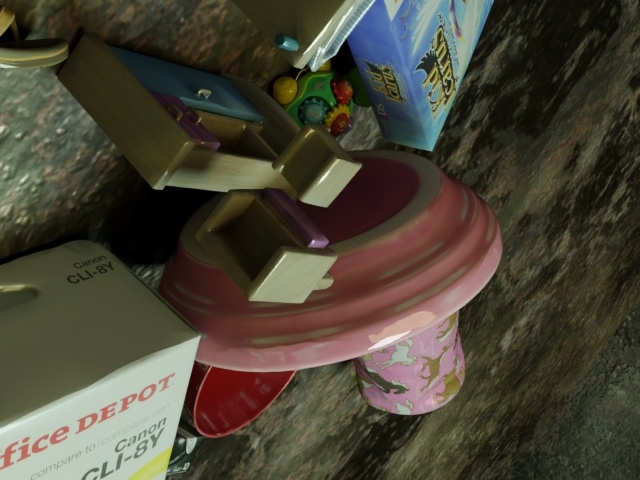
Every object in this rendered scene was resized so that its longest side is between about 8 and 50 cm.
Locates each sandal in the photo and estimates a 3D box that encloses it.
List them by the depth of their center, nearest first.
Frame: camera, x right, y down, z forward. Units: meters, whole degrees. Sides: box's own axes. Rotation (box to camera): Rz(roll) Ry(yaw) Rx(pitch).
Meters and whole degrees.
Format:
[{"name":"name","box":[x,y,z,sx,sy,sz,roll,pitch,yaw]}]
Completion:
[{"name":"sandal","box":[-0.242,-0.142,0.755,0.180,0.072,0.049,-4,103,-52]}]

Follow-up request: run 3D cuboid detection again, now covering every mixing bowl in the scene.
[{"name":"mixing bowl","box":[-0.102,0.112,1.221,0.181,0.098,0.181,-39,150,-28]}]

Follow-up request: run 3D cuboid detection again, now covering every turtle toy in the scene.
[{"name":"turtle toy","box":[0.009,-0.140,1.146,0.130,0.066,0.095,-41,150,-24]}]

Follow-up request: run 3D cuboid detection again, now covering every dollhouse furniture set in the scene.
[{"name":"dollhouse furniture set","box":[0.002,-0.158,0.872,0.303,0.286,0.198,-51,156,20]}]

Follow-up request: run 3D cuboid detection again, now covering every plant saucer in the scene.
[{"name":"plant saucer","box":[0.000,0.000,1.053,0.332,0.332,0.084,-34,121,-35]}]

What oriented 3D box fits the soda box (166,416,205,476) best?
[{"name":"soda box","box":[-0.204,0.227,1.233,0.169,0.060,0.053,8,113,-60]}]

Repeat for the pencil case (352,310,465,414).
[{"name":"pencil case","box":[0.119,0.080,1.484,0.386,0.167,0.160,86,11,-52]}]

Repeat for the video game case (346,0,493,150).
[{"name":"video game case","box":[0.107,-0.258,1.100,0.244,0.061,0.269,-65,157,-18]}]

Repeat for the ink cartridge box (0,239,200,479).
[{"name":"ink cartridge box","box":[-0.285,0.224,0.986,0.279,0.160,0.384,-23,140,-44]}]
